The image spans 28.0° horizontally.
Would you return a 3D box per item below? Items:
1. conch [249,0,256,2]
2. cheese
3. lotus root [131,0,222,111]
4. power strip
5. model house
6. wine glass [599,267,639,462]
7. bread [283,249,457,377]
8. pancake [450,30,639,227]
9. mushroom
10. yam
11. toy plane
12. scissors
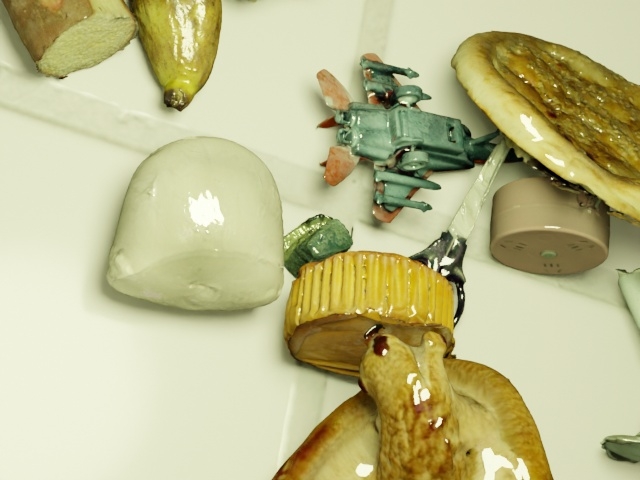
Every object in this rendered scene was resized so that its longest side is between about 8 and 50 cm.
[{"bbox_3d":[-0.078,-0.366,1.576,0.207,0.130,0.155,31,50,4],"label":"conch"},{"bbox_3d":[-0.133,-0.023,1.432,0.198,0.154,0.189,9,65,-21],"label":"cheese"},{"bbox_3d":[-0.169,-0.243,1.524,0.108,0.094,0.191,-6,86,15],"label":"lotus root"},{"bbox_3d":[0.290,-0.017,1.614,0.154,0.154,0.078,16,67,-19],"label":"power strip"},{"bbox_3d":[0.000,0.000,1.522,0.078,0.083,0.066,-31,86,-27],"label":"model house"},{"bbox_3d":[0.431,0.166,1.630,0.156,0.156,0.232,22,70,-16],"label":"wine glass"},{"bbox_3d":[0.057,0.083,1.466,0.199,0.199,0.104,14,60,-20],"label":"bread"},{"bbox_3d":[0.345,-0.146,1.634,0.382,0.071,0.382,23,32,-15],"label":"pancake"},{"bbox_3d":[0.094,0.277,1.360,0.345,0.260,0.346,-6,59,10],"label":"mushroom"},{"bbox_3d":[-0.314,-0.316,1.462,0.128,0.129,0.238,-27,84,-1],"label":"yam"},{"bbox_3d":[0.141,-0.126,1.611,0.326,0.104,0.223,3,72,-23],"label":"toy plane"},{"bbox_3d":[0.174,-0.014,1.590,0.109,0.022,0.300,31,83,-12],"label":"scissors"}]
